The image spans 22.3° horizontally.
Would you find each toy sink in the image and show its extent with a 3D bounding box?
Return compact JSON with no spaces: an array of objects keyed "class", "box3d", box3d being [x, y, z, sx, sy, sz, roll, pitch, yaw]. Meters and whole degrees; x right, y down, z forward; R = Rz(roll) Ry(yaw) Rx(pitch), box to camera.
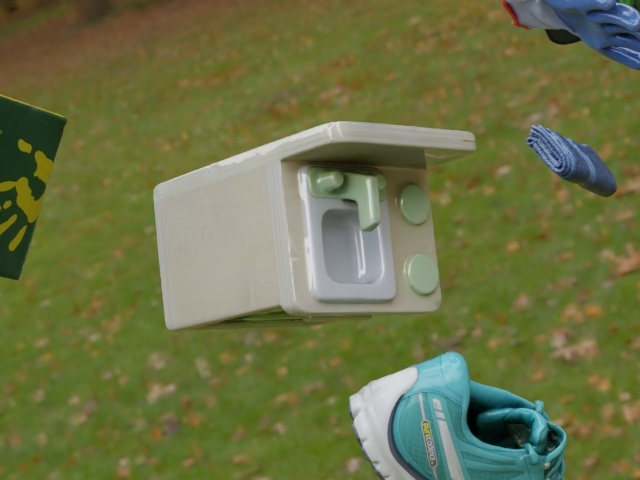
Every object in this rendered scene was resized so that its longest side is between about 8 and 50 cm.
[{"class":"toy sink","box3d":[0.000,0.000,1.265,0.153,0.131,0.234,1,-11,-41]}]

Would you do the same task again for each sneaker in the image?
[{"class":"sneaker","box3d":[0.140,0.174,1.199,0.110,0.275,0.107,-35,39,22]}]

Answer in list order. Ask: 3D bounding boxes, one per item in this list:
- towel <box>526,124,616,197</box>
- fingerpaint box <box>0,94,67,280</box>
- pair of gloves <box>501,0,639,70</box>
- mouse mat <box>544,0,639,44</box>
[{"class":"towel","box3d":[0.262,-0.081,1.671,0.029,0.067,0.119,-47,-32,17]},{"class":"fingerpaint box","box3d":[-0.512,-0.110,1.375,0.445,0.163,0.371,16,-1,31]},{"class":"pair of gloves","box3d":[0.175,-0.194,1.225,0.159,0.198,0.023,20,74,45]},{"class":"mouse mat","box3d":[0.242,-0.259,1.404,0.153,0.189,0.007,-14,37,23]}]
